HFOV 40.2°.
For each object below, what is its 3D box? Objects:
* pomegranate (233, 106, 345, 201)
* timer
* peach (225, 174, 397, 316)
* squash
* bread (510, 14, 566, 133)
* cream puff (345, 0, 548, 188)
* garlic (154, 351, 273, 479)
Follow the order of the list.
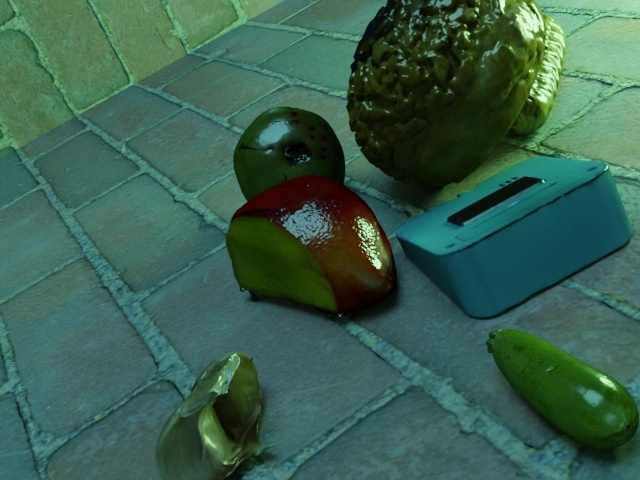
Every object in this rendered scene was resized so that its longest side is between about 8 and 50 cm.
[{"bbox_3d":[-0.049,-0.106,1.395,0.179,0.210,0.179,-1,57,1],"label":"pomegranate"},{"bbox_3d":[0.231,-0.018,1.099,0.232,0.091,0.250,-29,15,-4],"label":"timer"},{"bbox_3d":[-0.004,-0.005,1.159,0.159,0.154,0.267,-39,29,-28],"label":"peach"},{"bbox_3d":[0.218,0.131,0.819,0.066,0.066,0.201,-31,27,-11],"label":"squash"},{"bbox_3d":[0.350,-0.280,1.439,0.077,0.084,0.367,-58,2,39],"label":"bread"},{"bbox_3d":[0.164,-0.245,1.268,0.327,0.231,0.343,-60,10,8],"label":"cream puff"},{"bbox_3d":[-0.113,0.195,0.974,0.124,0.099,0.174,-32,15,34],"label":"garlic"}]
